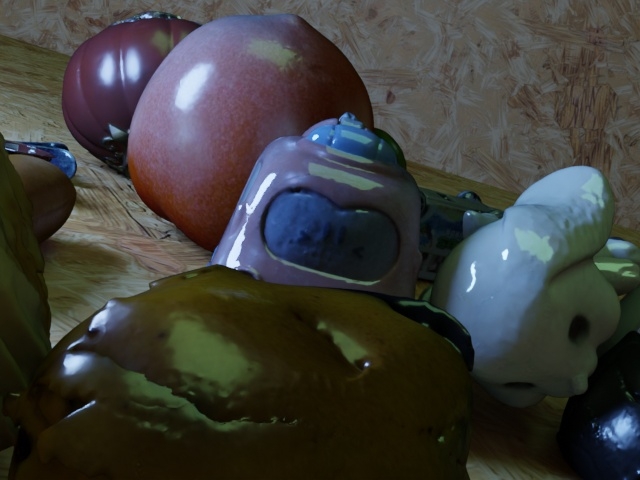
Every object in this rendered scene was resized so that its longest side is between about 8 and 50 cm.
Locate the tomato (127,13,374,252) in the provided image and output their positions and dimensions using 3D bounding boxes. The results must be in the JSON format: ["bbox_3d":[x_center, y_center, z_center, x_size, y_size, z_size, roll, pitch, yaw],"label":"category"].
[{"bbox_3d":[-0.085,-0.136,1.229,0.321,0.322,0.321,16,11,-3],"label":"tomato"}]

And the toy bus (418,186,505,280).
[{"bbox_3d":[0.167,-0.012,1.441,0.329,0.136,0.109,11,15,-28],"label":"toy bus"}]

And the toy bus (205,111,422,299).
[{"bbox_3d":[0.000,0.000,0.905,0.197,0.232,0.294,16,11,-3],"label":"toy bus"}]

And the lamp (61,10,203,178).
[{"bbox_3d":[-0.255,-0.224,1.526,0.303,0.257,0.303,-3,-18,-1],"label":"lamp"}]

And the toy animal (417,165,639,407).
[{"bbox_3d":[0.195,0.040,0.917,0.174,0.249,0.289,40,-8,5],"label":"toy animal"}]

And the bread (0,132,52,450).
[{"bbox_3d":[-0.273,0.005,0.553,0.236,0.183,0.389,-1,34,-13],"label":"bread"}]

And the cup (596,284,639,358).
[{"bbox_3d":[0.426,0.091,1.033,0.301,0.257,0.227,9,11,-26],"label":"cup"}]

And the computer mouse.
[{"bbox_3d":[0.260,0.149,0.859,0.073,0.122,0.217,36,14,3],"label":"computer mouse"}]

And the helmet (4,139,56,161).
[{"bbox_3d":[-0.392,-0.093,1.236,0.089,0.057,0.111,11,7,-40],"label":"helmet"}]

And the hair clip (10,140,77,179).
[{"bbox_3d":[-0.478,-0.131,1.329,0.275,0.048,0.083,10,17,-26],"label":"hair clip"}]

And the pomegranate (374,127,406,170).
[{"bbox_3d":[0.076,-0.099,1.706,0.180,0.180,0.210,3,54,-50],"label":"pomegranate"}]

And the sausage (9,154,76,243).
[{"bbox_3d":[-0.315,-0.030,0.938,0.105,0.105,0.274,16,11,-2],"label":"sausage"}]

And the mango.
[{"bbox_3d":[-0.024,0.110,0.515,0.287,0.153,0.201,12,23,-35],"label":"mango"}]
